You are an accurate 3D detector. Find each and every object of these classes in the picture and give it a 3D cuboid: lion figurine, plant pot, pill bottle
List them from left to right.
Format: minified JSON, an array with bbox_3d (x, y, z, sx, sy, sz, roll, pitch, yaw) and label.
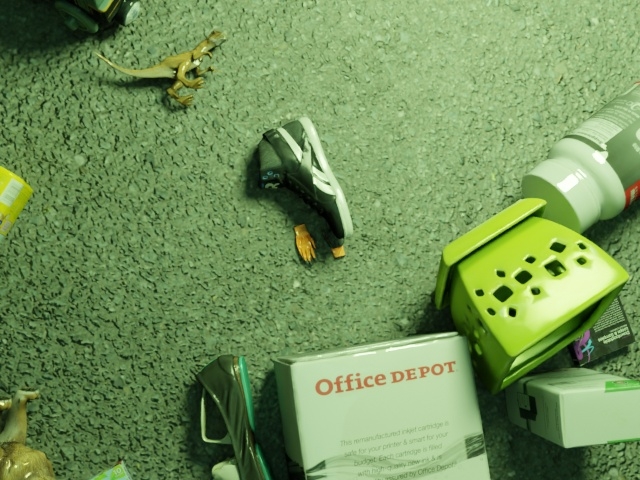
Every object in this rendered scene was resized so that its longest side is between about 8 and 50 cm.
[{"bbox_3d":[-0.554,0.328,1.106,0.391,0.142,0.240,10,91,6],"label":"lion figurine"},{"bbox_3d":[0.311,0.079,1.202,0.228,0.227,0.207,-31,65,-10],"label":"plant pot"},{"bbox_3d":[0.496,-0.137,1.294,0.283,0.161,0.161,-37,92,-11],"label":"pill bottle"}]

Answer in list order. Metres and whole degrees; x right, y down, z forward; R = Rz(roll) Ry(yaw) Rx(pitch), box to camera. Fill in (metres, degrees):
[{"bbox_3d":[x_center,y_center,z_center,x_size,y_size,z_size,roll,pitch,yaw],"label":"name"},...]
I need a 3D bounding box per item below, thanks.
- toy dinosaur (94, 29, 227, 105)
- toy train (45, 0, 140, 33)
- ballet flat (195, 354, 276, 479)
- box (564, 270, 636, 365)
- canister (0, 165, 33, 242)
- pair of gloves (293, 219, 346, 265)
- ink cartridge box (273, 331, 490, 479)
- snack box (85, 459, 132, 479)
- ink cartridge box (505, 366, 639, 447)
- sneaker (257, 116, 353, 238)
[{"bbox_3d":[-0.245,-0.280,1.242,0.211,0.064,0.112,-24,71,-20],"label":"toy dinosaur"},{"bbox_3d":[-0.427,-0.451,1.151,0.333,0.190,0.142,33,80,-6],"label":"toy train"},{"bbox_3d":[-0.131,0.321,1.190,0.096,0.095,0.281,-17,78,-1],"label":"ballet flat"},{"bbox_3d":[0.474,0.125,1.334,0.116,0.029,0.162,-20,87,-10],"label":"box"},{"bbox_3d":[-0.510,-0.027,1.134,0.073,0.126,0.170,30,79,-6],"label":"canister"},{"bbox_3d":[0.000,0.000,1.275,0.083,0.010,0.074,-15,87,-11],"label":"pair of gloves"},{"bbox_3d":[0.100,0.355,1.175,0.285,0.166,0.395,-7,86,-15],"label":"ink cartridge box"},{"bbox_3d":[-0.320,0.429,1.168,0.100,0.037,0.141,-28,90,-12],"label":"snack box"},{"bbox_3d":[0.409,0.264,1.221,0.153,0.208,0.087,-3,89,-9],"label":"ink cartridge box"},{"bbox_3d":[-0.037,-0.086,1.248,0.121,0.079,0.217,-22,81,-7],"label":"sneaker"}]
